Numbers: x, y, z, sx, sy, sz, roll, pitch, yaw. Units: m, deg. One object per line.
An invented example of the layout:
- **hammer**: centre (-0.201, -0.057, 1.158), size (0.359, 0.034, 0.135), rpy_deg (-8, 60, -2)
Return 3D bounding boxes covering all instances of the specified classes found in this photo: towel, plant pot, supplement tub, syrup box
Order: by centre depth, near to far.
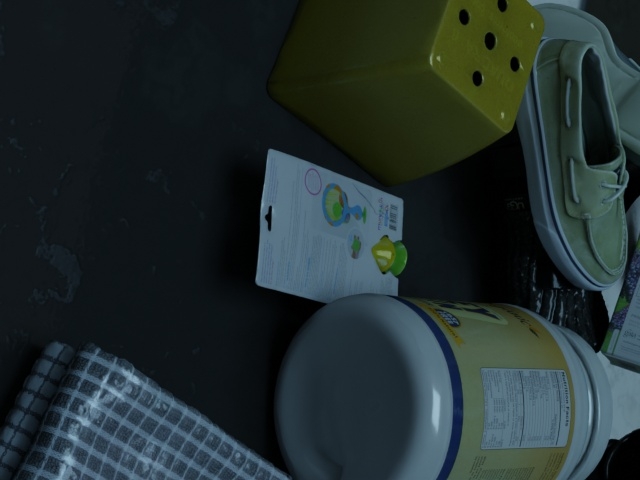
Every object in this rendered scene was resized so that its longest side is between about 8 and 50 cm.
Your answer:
- **towel**: centre (-0.172, 0.251, 1.384), size (0.284, 0.121, 0.235), rpy_deg (39, 64, -36)
- **supplement tub**: centre (0.134, 0.174, 1.608), size (0.316, 0.228, 0.228), rpy_deg (6, 85, -44)
- **plant pot**: centre (0.108, -0.200, 1.621), size (0.212, 0.187, 0.212), rpy_deg (36, 64, -38)
- **syrup box**: centre (0.412, 0.041, 1.800), size (0.237, 0.096, 0.093), rpy_deg (-71, 159, -6)

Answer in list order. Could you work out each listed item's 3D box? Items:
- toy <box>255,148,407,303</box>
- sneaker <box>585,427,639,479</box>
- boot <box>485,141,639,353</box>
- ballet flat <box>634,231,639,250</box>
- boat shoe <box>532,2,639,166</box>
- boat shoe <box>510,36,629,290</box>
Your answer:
- **toy**: centre (0.000, 0.000, 1.603), size (0.237, 0.056, 0.137), rpy_deg (16, 74, -48)
- **sneaker**: centre (0.473, 0.322, 1.846), size (0.447, 0.169, 0.257), rpy_deg (-24, 106, -37)
- **boot**: centre (0.333, -0.005, 1.873), size (0.348, 0.131, 0.260), rpy_deg (-13, 95, -39)
- **ballet flat**: centre (0.447, -0.021, 1.976), size (0.073, 0.080, 0.232), rpy_deg (10, 115, -36)
- **boat shoe**: centre (0.329, -0.165, 1.788), size (0.116, 0.319, 0.099), rpy_deg (-43, 139, -3)
- **boat shoe**: centre (0.285, -0.077, 1.685), size (0.109, 0.094, 0.302), rpy_deg (-36, 116, -34)
